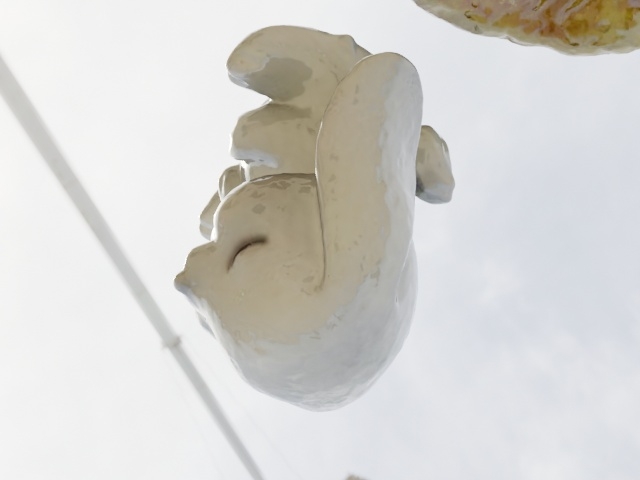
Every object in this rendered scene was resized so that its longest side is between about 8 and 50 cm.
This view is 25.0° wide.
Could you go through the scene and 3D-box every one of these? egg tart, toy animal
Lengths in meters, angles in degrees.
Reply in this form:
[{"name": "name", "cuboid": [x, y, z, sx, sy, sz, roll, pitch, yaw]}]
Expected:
[{"name": "egg tart", "cuboid": [0.236, -0.322, 1.372, 0.388, 0.388, 0.169, -2, -119, 26]}, {"name": "toy animal", "cuboid": [0.000, 0.000, 1.086, 0.206, 0.271, 0.265, 12, -140, -6]}]
